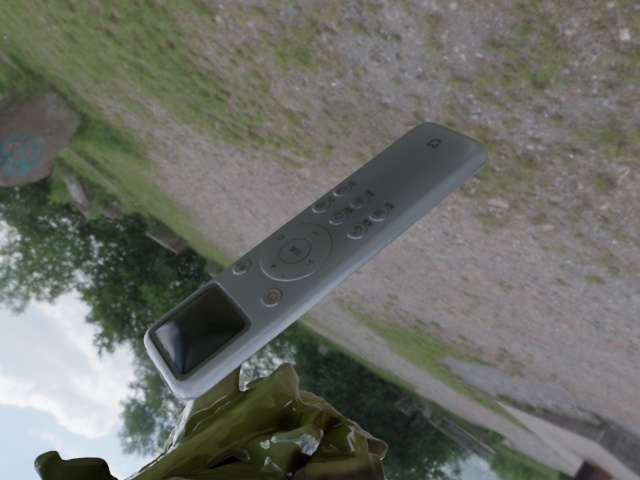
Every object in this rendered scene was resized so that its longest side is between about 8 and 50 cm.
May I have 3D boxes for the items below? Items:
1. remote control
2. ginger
[{"bbox_3d":[0.000,0.000,0.364,0.067,0.261,0.029,38,160,44],"label":"remote control"},{"bbox_3d":[-0.128,0.233,0.574,0.413,0.358,0.211,34,-149,-57],"label":"ginger"}]
